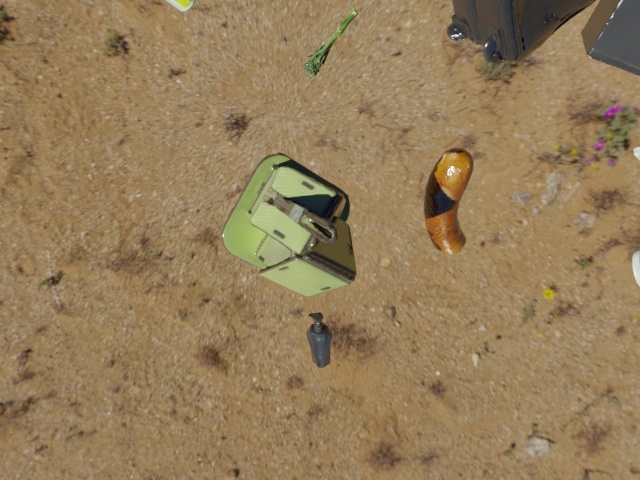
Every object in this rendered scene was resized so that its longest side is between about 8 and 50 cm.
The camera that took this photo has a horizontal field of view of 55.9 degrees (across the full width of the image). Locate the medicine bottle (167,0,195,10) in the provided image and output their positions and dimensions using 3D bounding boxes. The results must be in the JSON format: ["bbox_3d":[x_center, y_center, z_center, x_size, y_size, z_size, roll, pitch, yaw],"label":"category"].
[{"bbox_3d":[-0.252,-0.427,1.016,0.047,0.083,0.047,-10,72,32],"label":"medicine bottle"}]

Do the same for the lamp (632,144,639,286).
[{"bbox_3d":[0.403,-0.035,0.718,0.050,0.056,0.198,32,62,-36],"label":"lamp"}]

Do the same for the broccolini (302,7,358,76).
[{"bbox_3d":[0.023,-0.351,1.074,0.140,0.030,0.035,-47,137,15],"label":"broccolini"}]

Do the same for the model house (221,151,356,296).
[{"bbox_3d":[0.000,0.000,0.993,0.218,0.279,0.204,27,92,-33],"label":"model house"}]

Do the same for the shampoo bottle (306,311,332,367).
[{"bbox_3d":[-0.001,0.183,1.103,0.048,0.027,0.137,3,133,8],"label":"shampoo bottle"}]

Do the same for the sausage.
[{"bbox_3d":[0.275,-0.075,1.312,0.103,0.076,0.302,-21,140,-7],"label":"sausage"}]

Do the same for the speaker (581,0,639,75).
[{"bbox_3d":[0.228,-0.080,0.291,0.191,0.040,0.046,23,129,2],"label":"speaker"}]

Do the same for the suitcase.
[{"bbox_3d":[0.364,-0.519,1.021,0.339,0.188,0.345,-40,143,-4],"label":"suitcase"}]
